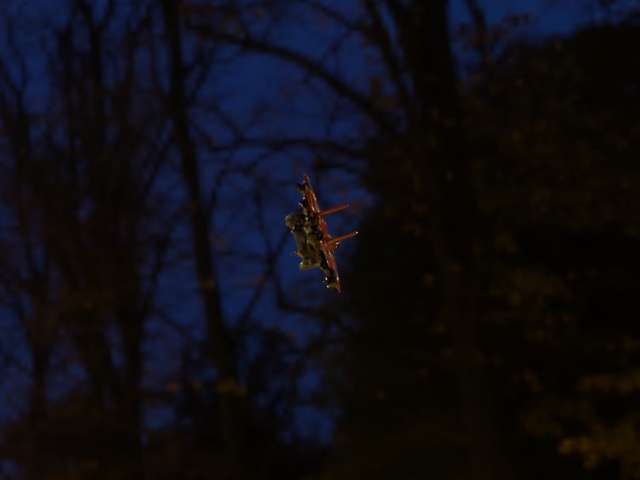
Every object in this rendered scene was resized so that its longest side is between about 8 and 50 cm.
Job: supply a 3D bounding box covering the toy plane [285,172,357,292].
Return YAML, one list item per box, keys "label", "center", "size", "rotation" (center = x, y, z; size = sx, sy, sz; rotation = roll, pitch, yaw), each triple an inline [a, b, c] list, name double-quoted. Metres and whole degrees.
- label: "toy plane"
  center: [-0.003, 0.001, 1.988]
  size: [0.061, 0.130, 0.189]
  rotation: [-16, -10, -9]
